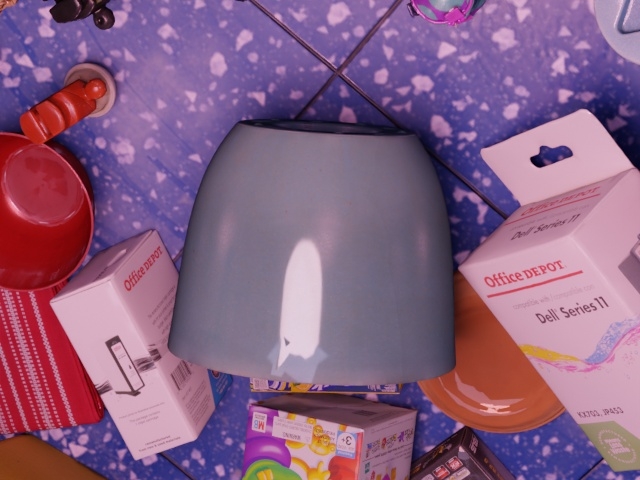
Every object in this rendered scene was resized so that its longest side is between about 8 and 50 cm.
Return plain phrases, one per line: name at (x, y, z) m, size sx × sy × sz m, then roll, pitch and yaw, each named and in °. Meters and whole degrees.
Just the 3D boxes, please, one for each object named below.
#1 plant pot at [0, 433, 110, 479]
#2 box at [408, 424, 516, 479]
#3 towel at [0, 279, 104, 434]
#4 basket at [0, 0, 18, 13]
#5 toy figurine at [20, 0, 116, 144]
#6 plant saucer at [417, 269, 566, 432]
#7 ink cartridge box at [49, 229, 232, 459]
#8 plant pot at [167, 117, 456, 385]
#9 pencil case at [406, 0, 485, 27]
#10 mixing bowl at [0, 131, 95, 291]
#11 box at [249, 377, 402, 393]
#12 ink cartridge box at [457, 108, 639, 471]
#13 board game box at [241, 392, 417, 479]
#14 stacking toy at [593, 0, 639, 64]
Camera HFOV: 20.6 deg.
plant pot at (-0.339, 0.348, 2.030) m, size 0.212 × 0.187 × 0.212 m, roll 31°, pitch 115°, yaw 1°
box at (0.134, 0.343, 1.990) m, size 0.231 × 0.056 × 0.183 m, roll -37°, pitch 98°, yaw 24°
towel at (-0.397, 0.137, 2.047) m, size 0.275 × 0.031 × 0.199 m, roll -8°, pitch 111°, yaw 18°
basket at (-0.355, -0.389, 1.647) m, size 0.299 × 0.213 × 0.223 m, roll 42°, pitch 79°, yaw 14°
toy figurine at (-0.307, -0.223, 1.825) m, size 0.209 × 0.148 × 0.213 m, roll 17°, pitch 116°, yaw 12°
plant saucer at (0.191, 0.122, 1.900) m, size 0.200 × 0.037 × 0.200 m, roll 4°, pitch 112°, yaw 11°
ink cartridge box at (-0.192, 0.111, 1.923) m, size 0.086 × 0.148 × 0.203 m, roll -21°, pitch 104°, yaw 22°
plant pot at (0.000, 0.000, 1.771) m, size 0.293 × 0.293 × 0.235 m, roll 6°, pitch 97°, yaw 11°
pencil case at (0.125, -0.242, 1.706) m, size 0.064 × 0.151 × 0.070 m, roll -16°, pitch 97°, yaw 14°
mixing bowl at (-0.317, -0.045, 1.917) m, size 0.181 × 0.098 × 0.181 m, roll 5°, pitch 112°, yaw 12°
box at (0.008, 0.132, 1.934) m, size 0.169 × 0.059 × 0.054 m, roll 0°, pitch 110°, yaw 13°
ink cartridge box at (0.281, 0.058, 1.757) m, size 0.353 × 0.119 × 0.207 m, roll 52°, pitch 152°, yaw -9°
board game box at (0.000, 0.314, 1.909) m, size 0.142 × 0.144 × 0.275 m, roll 9°, pitch 97°, yaw 26°
stacking toy at (0.398, -0.168, 1.612) m, size 0.279 × 0.130 × 0.309 m, roll -20°, pitch 83°, yaw 33°
